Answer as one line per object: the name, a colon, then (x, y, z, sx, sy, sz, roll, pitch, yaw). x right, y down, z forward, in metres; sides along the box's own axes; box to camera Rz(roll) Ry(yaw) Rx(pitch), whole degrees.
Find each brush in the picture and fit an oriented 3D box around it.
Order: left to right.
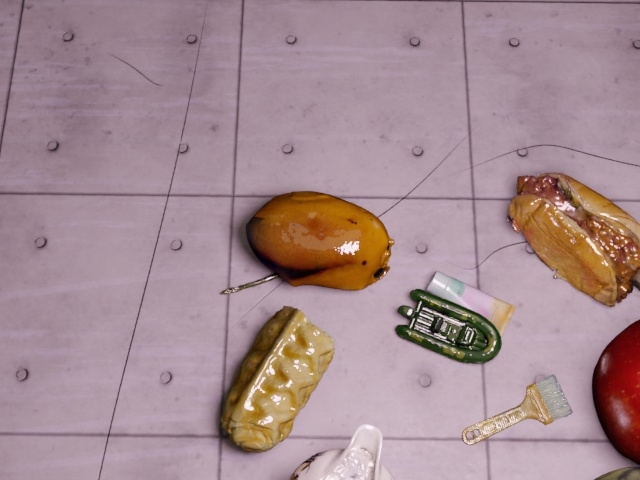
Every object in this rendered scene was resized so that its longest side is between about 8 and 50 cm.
brush: (0.365, 0.330, 1.841, 0.218, 0.010, 0.083, -21, 69, -9)

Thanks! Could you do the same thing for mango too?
mango: (0.000, 0.000, 1.907, 0.287, 0.153, 0.201, 9, 75, 5)

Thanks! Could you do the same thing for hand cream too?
hand cream: (0.294, 0.119, 1.918, 0.174, 0.047, 0.076, 30, 70, 2)

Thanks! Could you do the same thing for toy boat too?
toy boat: (0.248, 0.171, 1.885, 0.210, 0.052, 0.104, 23, 81, 9)

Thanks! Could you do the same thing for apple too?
apple: (0.617, 0.265, 1.707, 0.288, 0.317, 0.288, 0, 70, 0)

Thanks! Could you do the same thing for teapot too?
teapot: (0.033, 0.473, 1.648, 0.208, 0.166, 0.300, 23, 57, -3)

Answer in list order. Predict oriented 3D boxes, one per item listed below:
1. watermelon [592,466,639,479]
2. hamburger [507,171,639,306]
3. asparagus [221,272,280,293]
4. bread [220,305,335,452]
watermelon: (0.509, 0.553, 1.605, 0.278, 0.279, 0.360, 21, 74, 8)
hamburger: (0.521, -0.007, 1.908, 0.155, 0.245, 0.282, -42, 117, -21)
asparagus: (-0.121, 0.080, 1.945, 0.162, 0.016, 0.016, -20, 95, -9)
bread: (-0.086, 0.264, 1.807, 0.152, 0.130, 0.268, 11, 62, 44)
